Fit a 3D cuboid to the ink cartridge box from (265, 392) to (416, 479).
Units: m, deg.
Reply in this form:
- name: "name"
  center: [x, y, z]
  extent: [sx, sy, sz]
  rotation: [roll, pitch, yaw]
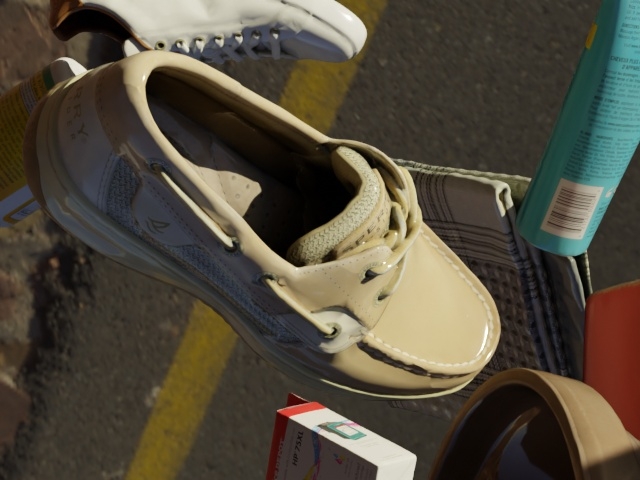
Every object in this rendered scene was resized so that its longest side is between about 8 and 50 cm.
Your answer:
- name: "ink cartridge box"
  center: [0.005, 0.300, 1.602]
  extent: [0.078, 0.231, 0.134]
  rotation: [-5, 109, -46]

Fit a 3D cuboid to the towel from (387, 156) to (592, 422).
- name: "towel"
  center: [0.136, 0.069, 1.196]
  extent: [0.056, 0.324, 0.312]
  rotation: [-29, 116, -33]

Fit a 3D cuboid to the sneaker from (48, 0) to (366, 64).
- name: "sneaker"
  center: [-0.107, -0.187, 1.129]
  extent: [0.290, 0.123, 0.106]
  rotation: [15, 167, 6]

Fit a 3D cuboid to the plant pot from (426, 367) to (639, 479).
- name: "plant pot"
  center: [0.122, 0.187, 0.589]
  extent: [0.110, 0.237, 0.237]
  rotation: [13, 119, -12]

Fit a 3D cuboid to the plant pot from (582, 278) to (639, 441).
- name: "plant pot"
  center: [0.274, 0.137, 0.738]
  extent: [0.275, 0.275, 0.243]
  rotation: [-5, 82, -21]

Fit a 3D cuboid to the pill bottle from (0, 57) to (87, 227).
- name: "pill bottle"
  center: [-0.312, -0.086, 1.263]
  extent: [0.208, 0.117, 0.117]
  rotation: [-32, 131, 8]

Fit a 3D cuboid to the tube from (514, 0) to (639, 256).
- name: "tube"
  center: [0.183, -0.086, 0.784]
  extent: [0.080, 0.052, 0.207]
  rotation: [-3, 128, -31]

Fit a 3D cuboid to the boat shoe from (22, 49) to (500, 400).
- name: "boat shoe"
  center: [0.000, 0.000, 0.628]
  extent: [0.302, 0.109, 0.098]
  rotation: [32, 147, -33]
